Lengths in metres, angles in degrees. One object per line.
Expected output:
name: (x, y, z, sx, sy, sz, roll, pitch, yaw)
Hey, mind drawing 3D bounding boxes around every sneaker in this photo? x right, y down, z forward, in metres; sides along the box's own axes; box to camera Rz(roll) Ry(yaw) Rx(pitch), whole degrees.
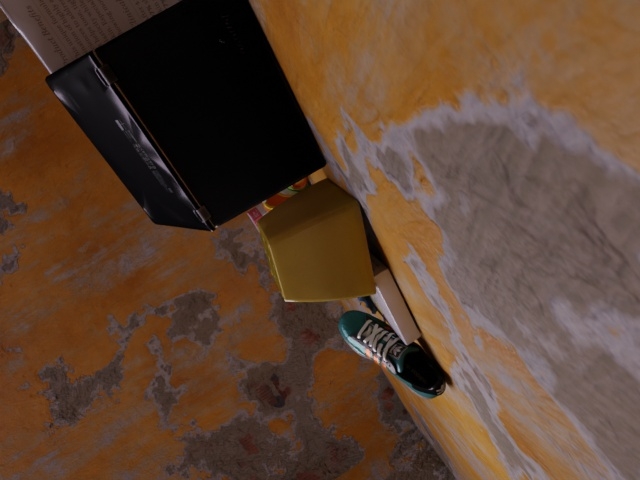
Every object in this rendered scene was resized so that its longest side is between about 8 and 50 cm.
sneaker: (0.172, 0.259, 1.129, 0.302, 0.108, 0.121, 34, 162, 17)

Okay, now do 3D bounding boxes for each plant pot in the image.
plant pot: (-0.021, 0.013, 1.006, 0.212, 0.187, 0.213, -129, 24, -64)

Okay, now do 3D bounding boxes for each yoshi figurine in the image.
yoshi figurine: (-0.109, -0.114, 1.472, 0.362, 0.203, 0.203, 67, 178, -73)

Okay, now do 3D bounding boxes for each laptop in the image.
laptop: (-0.272, -0.238, 0.953, 0.407, 0.236, 0.382, 6, 134, 45)

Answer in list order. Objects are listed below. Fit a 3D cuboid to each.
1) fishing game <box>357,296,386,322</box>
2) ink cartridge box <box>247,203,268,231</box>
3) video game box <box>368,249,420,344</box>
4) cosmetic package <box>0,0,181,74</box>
fishing game: (0.095, 0.114, 1.251, 0.264, 0.041, 0.189, 48, -161, -40)
ink cartridge box: (-0.189, -0.109, 2.095, 0.092, 0.217, 0.159, 45, 167, 50)
video game box: (0.142, 0.118, 1.102, 0.205, 0.048, 0.187, 61, 173, -26)
cosmetic package: (-0.485, -0.588, 1.051, 0.330, 0.393, 0.327, 61, 175, -25)
